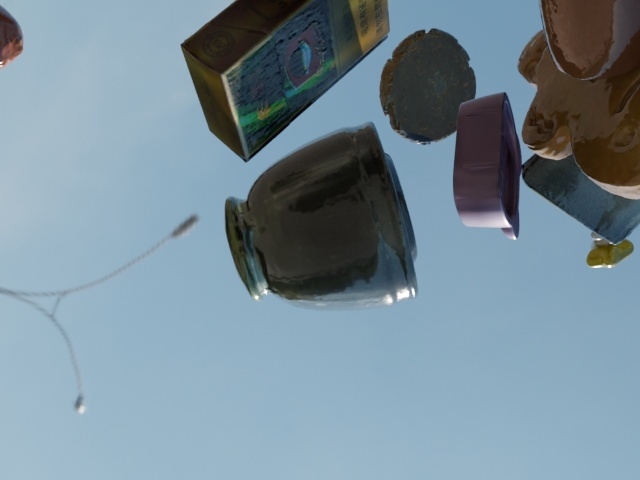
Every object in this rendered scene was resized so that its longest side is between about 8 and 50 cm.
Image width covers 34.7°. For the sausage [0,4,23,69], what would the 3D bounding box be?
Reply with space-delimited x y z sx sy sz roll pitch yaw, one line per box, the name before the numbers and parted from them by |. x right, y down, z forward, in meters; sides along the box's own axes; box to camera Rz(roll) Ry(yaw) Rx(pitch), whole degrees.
sausage | -0.340 -0.199 0.881 0.194 0.077 0.077 31 -83 17

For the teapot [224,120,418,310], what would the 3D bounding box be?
teapot | -0.006 -0.021 1.370 0.321 0.239 0.239 -92 168 -81

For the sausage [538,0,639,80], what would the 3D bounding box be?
sausage | 0.262 -0.317 1.003 0.121 0.304 0.121 -12 -156 6

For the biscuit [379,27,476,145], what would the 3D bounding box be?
biscuit | 0.198 -0.284 1.893 0.042 0.226 0.226 18 -96 54

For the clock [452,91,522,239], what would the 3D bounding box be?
clock | 0.182 -0.076 1.105 0.050 0.110 0.153 -5 -126 21

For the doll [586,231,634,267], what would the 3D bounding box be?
doll | 0.446 -0.014 1.599 0.071 0.135 0.113 -6 -92 26

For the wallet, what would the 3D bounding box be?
wallet | 0.447 -0.167 1.322 0.379 0.190 0.046 -50 -165 25

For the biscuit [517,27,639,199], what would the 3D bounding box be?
biscuit | 0.334 -0.181 1.104 0.275 0.052 0.355 -43 -147 20

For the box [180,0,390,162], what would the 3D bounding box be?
box | -0.029 -0.217 1.105 0.071 0.159 0.240 40 -107 22
